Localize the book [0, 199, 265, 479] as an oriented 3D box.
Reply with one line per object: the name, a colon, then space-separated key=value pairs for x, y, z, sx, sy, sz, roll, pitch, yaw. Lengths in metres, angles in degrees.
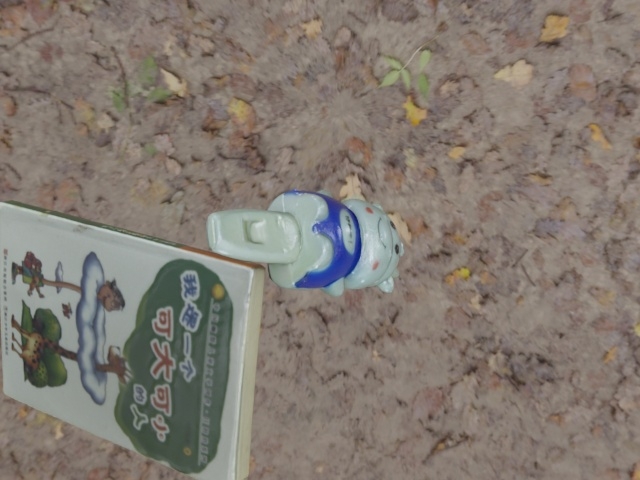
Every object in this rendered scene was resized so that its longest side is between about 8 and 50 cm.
book: x=-0.238 y=0.112 z=0.785 sx=0.371 sy=0.043 sz=0.260 roll=12 pitch=107 yaw=24

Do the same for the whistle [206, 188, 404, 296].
whistle: x=0.000 y=0.000 z=0.664 sx=0.092 sy=0.244 sz=0.110 roll=-20 pitch=70 yaw=46
